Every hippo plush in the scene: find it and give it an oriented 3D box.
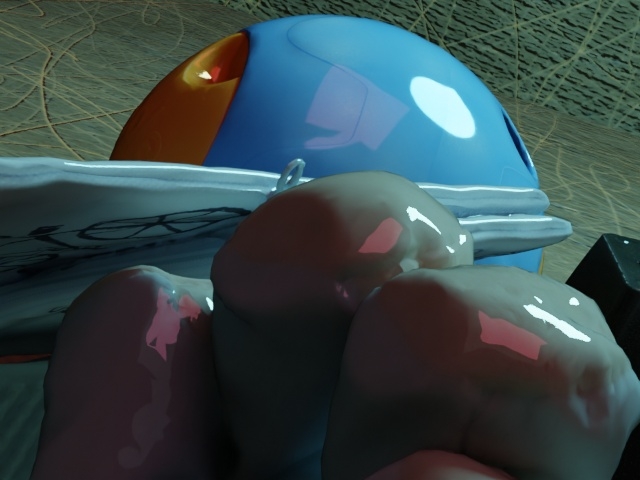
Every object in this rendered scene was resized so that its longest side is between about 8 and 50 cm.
[{"bbox_3d":[0.030,0.149,0.470,0.234,0.294,0.236,-13,-43,42],"label":"hippo plush"}]

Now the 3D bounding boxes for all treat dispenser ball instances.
[{"bbox_3d":[0.000,0.000,0.991,0.288,0.288,0.288,14,18,-4],"label":"treat dispenser ball"}]

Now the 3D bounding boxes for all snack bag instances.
[{"bbox_3d":[-0.115,0.020,0.651,0.323,0.037,0.342,-15,-10,39],"label":"snack bag"}]

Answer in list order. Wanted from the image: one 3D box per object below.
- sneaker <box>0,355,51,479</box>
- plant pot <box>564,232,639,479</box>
[{"bbox_3d":[-0.160,0.119,0.775,0.150,0.135,0.366,-10,-17,37],"label":"sneaker"},{"bbox_3d":[0.242,0.100,1.090,0.188,0.167,0.187,13,17,-2],"label":"plant pot"}]
